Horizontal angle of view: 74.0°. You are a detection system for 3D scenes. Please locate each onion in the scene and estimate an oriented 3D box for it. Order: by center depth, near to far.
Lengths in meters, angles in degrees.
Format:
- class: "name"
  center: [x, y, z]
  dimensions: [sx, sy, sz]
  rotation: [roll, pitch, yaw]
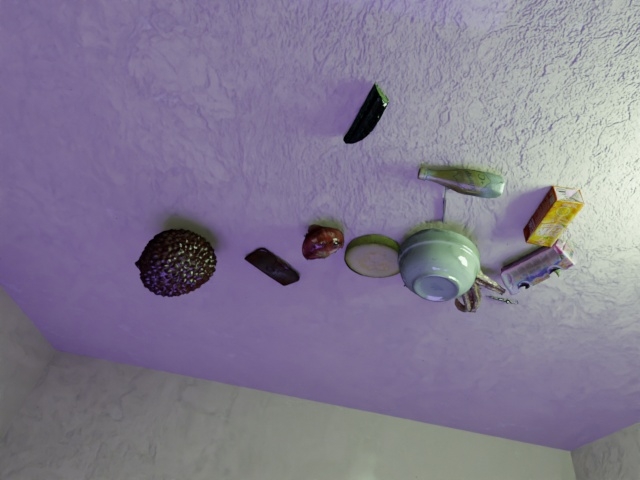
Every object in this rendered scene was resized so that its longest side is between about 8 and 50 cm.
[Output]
- class: "onion"
  center: [0.000, 0.000, 1.675]
  dimensions: [0.184, 0.184, 0.147]
  rotation: [-38, 78, 43]

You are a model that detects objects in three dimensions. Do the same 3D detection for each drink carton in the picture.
- class: "drink carton"
  center: [0.786, -0.077, 1.444]
  dimensions: [0.096, 0.071, 0.223]
  rotation: [9, 141, 3]

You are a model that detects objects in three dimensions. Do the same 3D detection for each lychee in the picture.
- class: "lychee"
  center: [-0.608, 0.097, 1.791]
  dimensions: [0.330, 0.306, 0.306]
  rotation: [5, 141, -7]

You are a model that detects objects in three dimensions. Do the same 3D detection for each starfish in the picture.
- class: "starfish"
  center: [0.537, 0.152, 1.767]
  dimensions: [0.432, 0.082, 0.324]
  rotation: [29, 140, -14]

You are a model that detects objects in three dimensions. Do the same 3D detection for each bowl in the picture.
- class: "bowl"
  center: [0.441, 0.118, 1.605]
  dimensions: [0.307, 0.163, 0.307]
  rotation: [10, 139, 8]

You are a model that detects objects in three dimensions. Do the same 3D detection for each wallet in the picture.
- class: "wallet"
  center: [-0.215, 0.124, 1.951]
  dimensions: [0.137, 0.031, 0.255]
  rotation: [-27, 127, 37]

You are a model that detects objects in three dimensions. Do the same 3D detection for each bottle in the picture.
- class: "bottle"
  center: [0.450, -0.193, 1.375]
  dimensions: [0.270, 0.083, 0.083]
  rotation: [9, 140, 3]

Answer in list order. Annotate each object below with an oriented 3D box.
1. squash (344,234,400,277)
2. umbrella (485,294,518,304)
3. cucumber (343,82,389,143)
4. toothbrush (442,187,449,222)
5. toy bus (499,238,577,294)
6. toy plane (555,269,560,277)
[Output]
- class: "squash"
  center: [0.224, 0.073, 1.780]
  dimensions: [0.252, 0.049, 0.252]
  rotation: [7, 143, 5]
- class: "umbrella"
  center: [0.805, 0.266, 1.887]
  dimensions: [0.149, 0.022, 0.022]
  rotation: [10, 98, 2]
- class: "cucumber"
  center: [0.143, -0.363, 1.282]
  dimensions: [0.070, 0.046, 0.220]
  rotation: [15, 141, -17]
- class: "toothbrush"
  center: [0.442, -0.132, 1.504]
  dimensions: [0.017, 0.014, 0.194]
  rotation: [2, 139, 11]
- class: "toy bus"
  center: [0.822, 0.103, 1.621]
  dimensions: [0.112, 0.090, 0.274]
  rotation: [49, 132, 2]
- class: "toy plane"
  center: [0.903, 0.112, 1.663]
  dimensions: [0.102, 0.040, 0.111]
  rotation: [16, 139, -9]
